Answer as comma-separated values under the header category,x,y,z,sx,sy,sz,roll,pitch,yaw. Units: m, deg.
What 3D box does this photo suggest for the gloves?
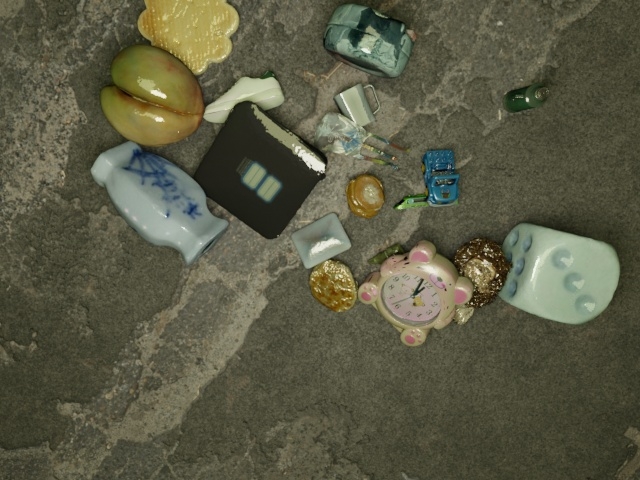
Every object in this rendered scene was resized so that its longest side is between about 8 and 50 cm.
category,x,y,z,sx,sy,sz,roll,pitch,yaw
gloves,0.493,0.124,1.455,0.312,0.135,0.210,-50,61,31

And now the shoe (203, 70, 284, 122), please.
category,x,y,z,sx,sy,sz,roll,pitch,yaw
shoe,-0.249,-0.456,1.397,0.265,0.095,0.110,-12,81,6

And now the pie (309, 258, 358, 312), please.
category,x,y,z,sx,sy,sz,roll,pitch,yaw
pie,0.044,0.152,1.500,0.163,0.079,0.193,-13,102,7

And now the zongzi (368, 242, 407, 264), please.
category,x,y,z,sx,sy,sz,roll,pitch,yaw
zongzi,0.258,0.090,1.514,0.131,0.062,0.154,-33,116,27

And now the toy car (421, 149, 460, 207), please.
category,x,y,z,sx,sy,sz,roll,pitch,yaw
toy car,0.387,-0.207,1.408,0.097,0.100,0.190,-5,80,-3

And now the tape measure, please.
category,x,y,z,sx,sy,sz,roll,pitch,yaw
tape measure,0.141,-0.579,1.284,0.257,0.275,0.147,21,103,1

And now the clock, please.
category,x,y,z,sx,sy,sz,roll,pitch,yaw
clock,0.305,0.167,1.415,0.284,0.114,0.309,45,127,3

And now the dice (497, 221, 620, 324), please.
category,x,y,z,sx,sy,sz,roll,pitch,yaw
dice,0.733,0.096,1.396,0.263,0.264,0.267,15,100,-2

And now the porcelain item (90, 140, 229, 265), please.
category,x,y,z,sx,sy,sz,roll,pitch,yaw
porcelain item,-0.498,-0.117,1.371,0.405,0.242,0.178,41,132,-1

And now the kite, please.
category,x,y,z,sx,sy,sz,roll,pitch,yaw
kite,0.132,-0.311,1.398,0.310,0.169,0.015,15,56,-5

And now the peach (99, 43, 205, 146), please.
category,x,y,z,sx,sy,sz,roll,pitch,yaw
peach,-0.496,-0.424,1.320,0.293,0.247,0.291,-8,110,-23

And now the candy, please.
category,x,y,z,sx,sy,sz,roll,pitch,yaw
candy,0.000,0.000,1.469,0.174,0.071,0.138,-27,76,5

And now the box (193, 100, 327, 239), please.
category,x,y,z,sx,sy,sz,roll,pitch,yaw
box,-0.191,-0.215,1.394,0.350,0.091,0.359,36,115,-5

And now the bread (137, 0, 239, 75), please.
category,x,y,z,sx,sy,sz,roll,pitch,yaw
bread,-0.406,-0.676,1.370,0.317,0.054,0.315,0,98,1

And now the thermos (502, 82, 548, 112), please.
category,x,y,z,sx,sy,sz,roll,pitch,yaw
thermos,0.627,-0.439,1.342,0.083,0.187,0.073,33,97,-7

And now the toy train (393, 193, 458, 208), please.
category,x,y,z,sx,sy,sz,roll,pitch,yaw
toy train,0.347,-0.134,1.467,0.210,0.044,0.042,-4,100,0

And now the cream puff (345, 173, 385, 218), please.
category,x,y,z,sx,sy,sz,roll,pitch,yaw
cream puff,0.143,-0.140,1.433,0.127,0.103,0.143,-19,83,-19

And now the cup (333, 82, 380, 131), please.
category,x,y,z,sx,sy,sz,roll,pitch,yaw
cup,0.122,-0.427,1.394,0.128,0.095,0.129,-26,102,2
